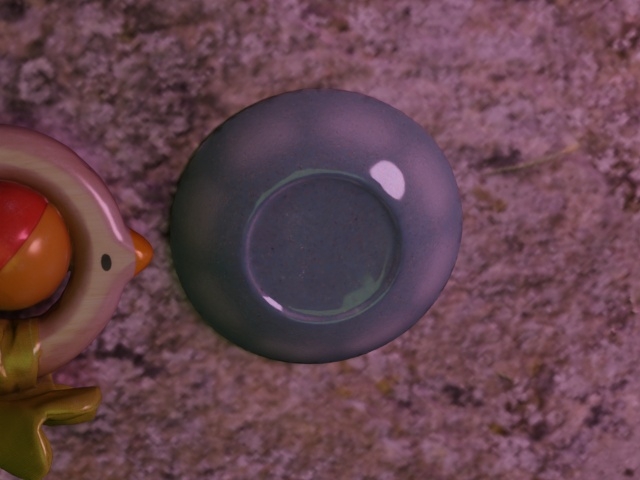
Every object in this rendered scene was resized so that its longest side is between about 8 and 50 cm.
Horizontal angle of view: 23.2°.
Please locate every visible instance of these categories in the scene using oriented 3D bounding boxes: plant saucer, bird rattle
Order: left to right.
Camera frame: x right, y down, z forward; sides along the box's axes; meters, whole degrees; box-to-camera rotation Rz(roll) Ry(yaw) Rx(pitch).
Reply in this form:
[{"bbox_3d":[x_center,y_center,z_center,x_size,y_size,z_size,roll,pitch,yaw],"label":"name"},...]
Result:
[{"bbox_3d":[-0.224,0.019,0.973,0.253,0.143,0.207,44,89,-6],"label":"bird rattle"},{"bbox_3d":[0.000,0.000,1.012,0.195,0.037,0.195,-2,112,-6],"label":"plant saucer"}]
